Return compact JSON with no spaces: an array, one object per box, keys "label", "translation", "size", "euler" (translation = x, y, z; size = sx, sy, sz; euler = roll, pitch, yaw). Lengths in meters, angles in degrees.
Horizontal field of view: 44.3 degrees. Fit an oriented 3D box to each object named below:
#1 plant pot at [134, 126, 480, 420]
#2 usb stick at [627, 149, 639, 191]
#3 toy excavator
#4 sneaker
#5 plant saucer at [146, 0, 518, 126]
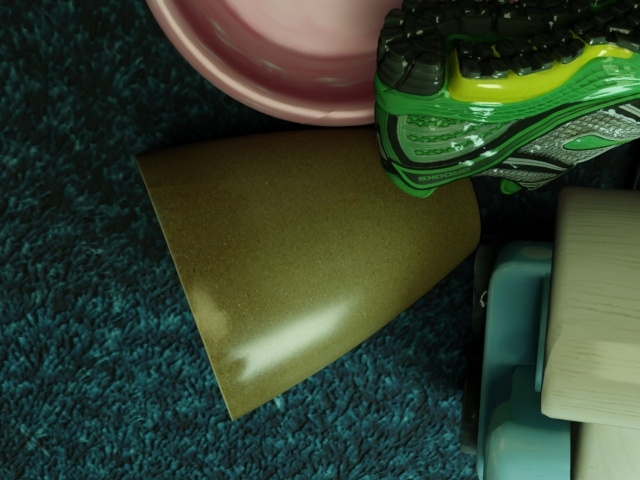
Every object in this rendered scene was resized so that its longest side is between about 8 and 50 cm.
[{"label":"plant pot","translation":[0.000,0.000,0.687],"size":[0.254,0.237,0.237],"euler":[-19,116,-10]},{"label":"usb stick","translation":[0.341,-0.092,0.744],"size":[0.077,0.045,0.278],"euler":[2,115,-11]},{"label":"toy excavator","translation":[0.211,0.116,0.592],"size":[0.222,0.445,0.432],"euler":[5,116,14]},{"label":"sneaker","translation":[0.196,-0.120,0.626],"size":[0.344,0.134,0.146],"euler":[-8,138,-15]},{"label":"plant saucer","translation":[0.015,-0.260,0.624],"size":[0.332,0.084,0.332],"euler":[-2,115,-3]}]
